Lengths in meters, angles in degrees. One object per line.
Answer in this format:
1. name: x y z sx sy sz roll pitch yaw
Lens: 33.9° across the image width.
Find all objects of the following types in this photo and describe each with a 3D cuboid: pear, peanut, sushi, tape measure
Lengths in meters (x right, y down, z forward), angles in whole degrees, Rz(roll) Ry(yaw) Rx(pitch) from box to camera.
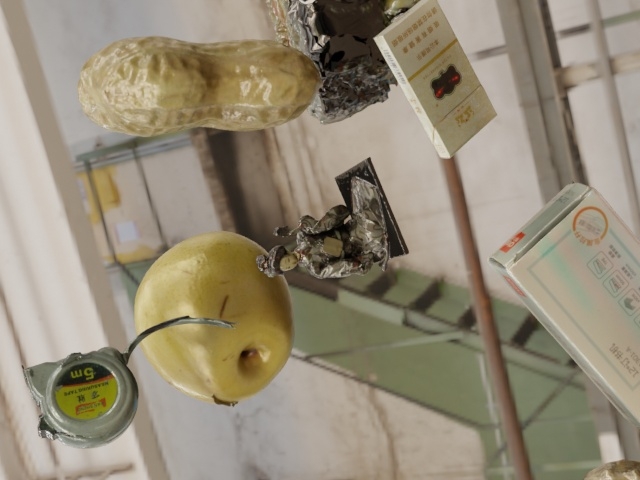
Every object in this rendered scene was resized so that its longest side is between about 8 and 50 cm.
1. pear: -0.187 0.142 1.913 0.309 0.309 0.309 34 -129 -56
2. peanut: -0.143 -0.189 1.278 0.136 0.298 0.120 -144 51 -72
3. sushi: 0.069 -0.382 1.774 0.329 0.285 0.328 78 170 -51
4. tape measure: -0.274 0.215 1.600 0.084 0.330 0.164 112 142 -64

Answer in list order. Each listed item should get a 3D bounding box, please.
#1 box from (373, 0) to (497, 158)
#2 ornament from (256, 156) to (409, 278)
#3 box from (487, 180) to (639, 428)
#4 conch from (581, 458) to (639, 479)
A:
1. box: 0.135 -0.188 1.215 0.090 0.024 0.167 -42 -67 -22
2. ornament: 0.000 0.000 1.562 0.166 0.196 0.153 66 163 0
3. box: 0.319 0.073 1.153 0.269 0.135 0.079 47 178 -10
4. conch: 0.332 0.318 1.155 0.245 0.178 0.163 -2 -104 -62
